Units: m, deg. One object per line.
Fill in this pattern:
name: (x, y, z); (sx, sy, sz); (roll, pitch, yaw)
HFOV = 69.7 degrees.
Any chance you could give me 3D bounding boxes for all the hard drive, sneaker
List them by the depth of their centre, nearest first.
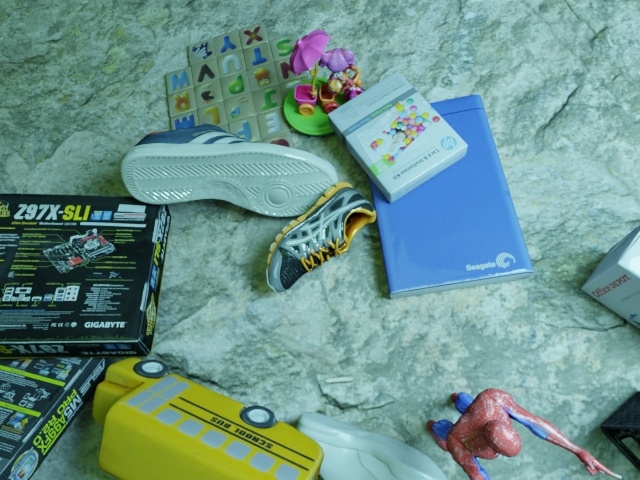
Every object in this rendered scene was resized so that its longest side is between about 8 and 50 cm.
sneaker: (0.059, 0.309, 0.612); (0.212, 0.080, 0.094); (13, 84, 22)
sneaker: (0.000, 0.000, 0.719); (0.083, 0.084, 0.215); (34, 78, 32)
hard drive: (0.190, -0.079, 0.745); (0.210, 0.040, 0.319); (-10, 68, 6)
sneaker: (-0.144, -0.135, 0.780); (0.349, 0.131, 0.148); (6, 37, -6)

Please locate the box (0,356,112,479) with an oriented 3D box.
box: (-0.495, 0.230, 0.687); (0.269, 0.060, 0.216); (9, 40, 13)

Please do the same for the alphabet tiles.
alphabet tiles: (-0.161, -0.280, 0.901); (0.284, 0.011, 0.343); (-15, 68, 4)

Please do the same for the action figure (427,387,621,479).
action figure: (0.196, 0.228, 0.497); (0.139, 0.280, 0.091); (39, 81, 21)

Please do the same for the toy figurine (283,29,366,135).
toy figurine: (0.013, -0.278, 0.780); (0.173, 0.159, 0.130); (1, 68, 4)

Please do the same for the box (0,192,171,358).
box: (-0.418, 0.050, 0.725); (0.321, 0.079, 0.257); (0, 58, -6)

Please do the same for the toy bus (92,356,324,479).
toy bus: (-0.166, 0.272, 0.609); (0.332, 0.130, 0.108); (17, 102, 16)

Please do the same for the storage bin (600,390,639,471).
storage bin: (0.418, 0.232, 0.510); (0.084, 0.180, 0.122); (-37, 68, -6)

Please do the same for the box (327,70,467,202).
box: (0.121, -0.172, 0.750); (0.145, 0.038, 0.186); (-32, 68, -3)

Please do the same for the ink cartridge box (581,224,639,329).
ink cartridge box: (0.460, 0.077, 0.583); (0.190, 0.140, 0.082); (38, 82, 21)
